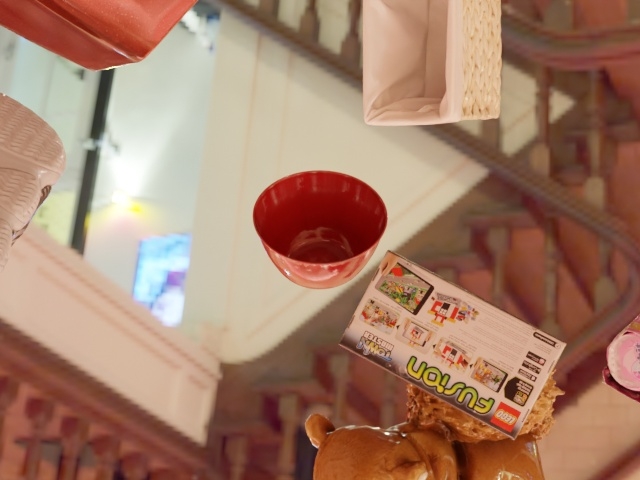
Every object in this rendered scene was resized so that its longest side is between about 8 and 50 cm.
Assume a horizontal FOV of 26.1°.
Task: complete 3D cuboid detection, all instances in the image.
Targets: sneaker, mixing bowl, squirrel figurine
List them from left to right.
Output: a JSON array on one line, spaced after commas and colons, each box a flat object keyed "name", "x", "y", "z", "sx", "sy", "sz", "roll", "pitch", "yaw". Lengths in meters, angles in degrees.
[{"name": "sneaker", "x": -0.313, "y": 0.031, "z": 0.998, "sx": 0.137, "sy": 0.366, "sz": 0.210, "roll": 35, "pitch": 113, "yaw": -6}, {"name": "mixing bowl", "x": 0.000, "y": 0.000, "z": 1.869, "sx": 0.181, "sy": 0.181, "sz": 0.098, "roll": 3, "pitch": 135, "yaw": 4}, {"name": "squirrel figurine", "x": 0.145, "y": 0.277, "z": 1.817, "sx": 0.281, "sy": 0.397, "sz": 0.370, "roll": 27, "pitch": 179, "yaw": 41}]

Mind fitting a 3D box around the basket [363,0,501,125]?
[{"name": "basket", "x": 0.117, "y": -0.200, "z": 1.418, "sx": 0.113, "sy": 0.167, "sz": 0.103, "roll": 2, "pitch": -178, "yaw": 39}]

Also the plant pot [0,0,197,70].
[{"name": "plant pot", "x": -0.192, "y": -0.282, "z": 1.111, "sx": 0.236, "sy": 0.267, "sz": 0.267, "roll": 44, "pitch": 168, "yaw": -20}]

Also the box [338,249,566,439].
[{"name": "box", "x": 0.135, "y": 0.106, "z": 1.425, "sx": 0.207, "sy": 0.114, "sz": 0.036, "roll": 28, "pitch": -178, "yaw": 12}]

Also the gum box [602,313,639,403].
[{"name": "gum box", "x": 0.347, "y": 0.118, "z": 1.194, "sx": 0.188, "sy": 0.062, "sz": 0.107, "roll": 26, "pitch": -153, "yaw": 22}]
